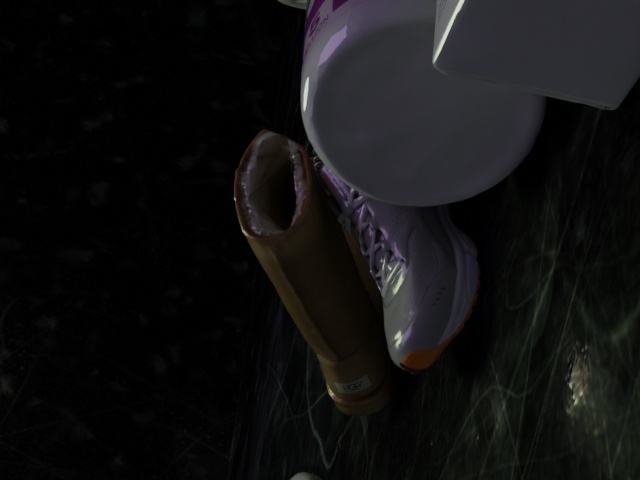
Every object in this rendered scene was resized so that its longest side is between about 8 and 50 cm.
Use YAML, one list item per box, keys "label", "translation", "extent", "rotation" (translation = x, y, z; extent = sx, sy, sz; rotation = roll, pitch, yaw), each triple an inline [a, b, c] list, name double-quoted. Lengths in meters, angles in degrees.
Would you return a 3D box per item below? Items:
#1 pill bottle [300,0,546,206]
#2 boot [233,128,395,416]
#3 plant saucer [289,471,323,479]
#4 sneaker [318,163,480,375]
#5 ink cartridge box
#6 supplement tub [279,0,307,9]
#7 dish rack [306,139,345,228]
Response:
- label: "pill bottle"
  translation: [0.072, -0.177, 0.893]
  extent: [0.301, 0.169, 0.169]
  rotation: [-87, 11, -51]
- label: "boot"
  translation: [0.000, 0.000, 1.069]
  extent: [0.236, 0.089, 0.269]
  rotation: [-102, -10, -45]
- label: "plant saucer"
  translation: [-0.007, 0.387, 0.911]
  extent: [0.400, 0.101, 0.400]
  rotation: [-169, 90, -84]
- label: "sneaker"
  translation: [0.051, -0.011, 0.933]
  extent: [0.099, 0.121, 0.262]
  rotation: [-54, 23, 41]
- label: "ink cartridge box"
  translation: [0.145, -0.243, 0.633]
  extent: [0.198, 0.115, 0.272]
  rotation: [113, 166, -57]
- label: "supplement tub"
  translation: [0.048, -0.398, 1.208]
  extent: [0.193, 0.194, 0.315]
  rotation: [-132, 47, -81]
- label: "dish rack"
  translation: [0.022, -0.092, 1.350]
  extent: [0.208, 0.074, 0.271]
  rotation: [105, 175, -50]
